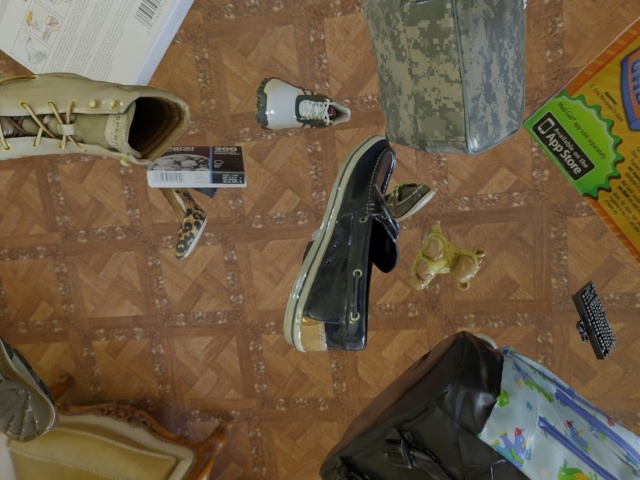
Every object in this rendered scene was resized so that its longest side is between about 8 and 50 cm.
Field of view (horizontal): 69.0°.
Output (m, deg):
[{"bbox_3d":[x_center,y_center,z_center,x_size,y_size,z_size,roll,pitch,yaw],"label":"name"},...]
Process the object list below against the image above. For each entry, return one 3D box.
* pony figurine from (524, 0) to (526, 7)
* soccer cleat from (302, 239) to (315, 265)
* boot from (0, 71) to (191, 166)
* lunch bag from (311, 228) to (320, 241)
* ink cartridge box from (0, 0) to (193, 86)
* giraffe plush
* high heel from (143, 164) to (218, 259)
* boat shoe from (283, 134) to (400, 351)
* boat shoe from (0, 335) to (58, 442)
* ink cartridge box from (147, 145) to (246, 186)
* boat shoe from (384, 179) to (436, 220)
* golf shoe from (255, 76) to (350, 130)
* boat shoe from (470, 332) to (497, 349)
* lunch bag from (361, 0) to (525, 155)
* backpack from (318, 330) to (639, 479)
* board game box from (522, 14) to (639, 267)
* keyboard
[{"bbox_3d":[0.420,-0.648,1.453,0.303,0.350,0.363,-19,63,-18],"label":"pony figurine"},{"bbox_3d":[0.033,0.044,1.125,0.117,0.318,0.108,10,110,11],"label":"soccer cleat"},{"bbox_3d":[-0.300,-0.128,0.521,0.204,0.262,0.095,16,120,23],"label":"boot"},{"bbox_3d":[0.000,0.000,1.597,0.053,0.071,0.083,3,86,-17],"label":"lunch bag"},{"bbox_3d":[-0.389,-0.382,0.779,0.261,0.066,0.296,39,115,-8],"label":"ink cartridge box"},{"bbox_3d":[0.360,0.062,1.299,0.171,0.210,0.181,26,132,5],"label":"giraffe plush"},{"bbox_3d":[-0.355,-0.079,1.083,0.186,0.261,0.093,23,136,-18],"label":"high heel"},{"bbox_3d":[0.084,-0.005,0.911,0.156,0.499,0.186,10,146,18],"label":"boat shoe"},{"bbox_3d":[-0.311,0.130,0.445,0.056,0.049,0.152,-39,82,-24],"label":"boat shoe"},{"bbox_3d":[-0.281,-0.184,1.079,0.207,0.208,0.045,-2,121,-12],"label":"ink cartridge box"},{"bbox_3d":[0.236,-0.115,1.327,0.109,0.305,0.091,-37,89,-8],"label":"boat shoe"},{"bbox_3d":[-0.035,-0.281,0.969,0.120,0.273,0.105,10,107,24],"label":"golf shoe"},{"bbox_3d":[0.302,0.329,0.870,0.115,0.091,0.302,-15,93,27],"label":"boat shoe"},{"bbox_3d":[0.205,-0.319,0.838,0.256,0.213,0.304,15,127,47],"label":"lunch bag"},{"bbox_3d":[0.228,0.283,0.538,0.356,0.273,0.290,42,132,11],"label":"backpack"},{"bbox_3d":[0.507,-0.119,0.418,0.356,0.357,0.356,58,145,14],"label":"board game box"},{"bbox_3d":[0.652,0.197,1.110,0.108,0.023,0.180,-30,99,-23],"label":"keyboard"}]
